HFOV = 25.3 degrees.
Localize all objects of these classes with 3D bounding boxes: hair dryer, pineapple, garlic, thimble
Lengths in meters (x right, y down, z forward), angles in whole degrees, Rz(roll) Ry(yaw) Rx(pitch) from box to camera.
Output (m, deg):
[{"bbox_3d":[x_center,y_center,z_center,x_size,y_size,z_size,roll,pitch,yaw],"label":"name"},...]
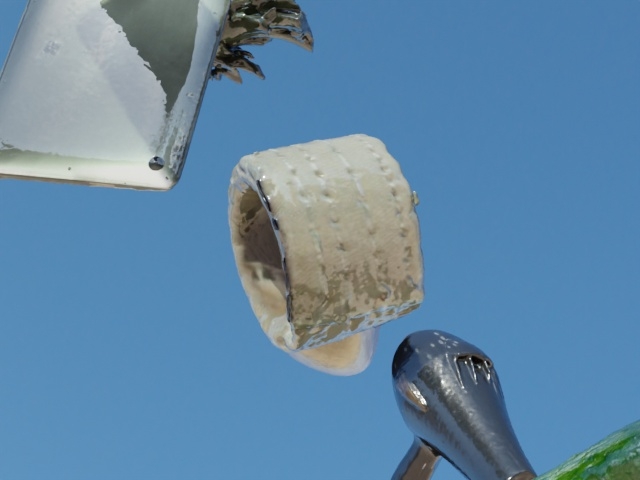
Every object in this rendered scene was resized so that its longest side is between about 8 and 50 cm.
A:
[{"bbox_3d":[0.108,0.289,1.512,0.120,0.304,0.360,14,-68,-24],"label":"hair dryer"},{"bbox_3d":[-0.159,-0.183,1.448,0.310,0.141,0.170,-18,-10,8],"label":"pineapple"},{"bbox_3d":[0.021,0.083,1.743,0.145,0.245,0.164,37,-89,3],"label":"garlic"},{"bbox_3d":[0.000,0.000,0.833,0.090,0.115,0.102,-13,-21,-24],"label":"thimble"}]

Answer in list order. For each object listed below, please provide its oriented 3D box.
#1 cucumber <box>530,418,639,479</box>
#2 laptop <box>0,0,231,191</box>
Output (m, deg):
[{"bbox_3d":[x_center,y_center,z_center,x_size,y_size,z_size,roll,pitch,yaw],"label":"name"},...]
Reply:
[{"bbox_3d":[0.137,0.132,0.715,0.056,0.056,0.250,35,-48,-22],"label":"cucumber"},{"bbox_3d":[-0.179,-0.162,1.220,0.187,0.269,0.015,6,-29,14],"label":"laptop"}]
